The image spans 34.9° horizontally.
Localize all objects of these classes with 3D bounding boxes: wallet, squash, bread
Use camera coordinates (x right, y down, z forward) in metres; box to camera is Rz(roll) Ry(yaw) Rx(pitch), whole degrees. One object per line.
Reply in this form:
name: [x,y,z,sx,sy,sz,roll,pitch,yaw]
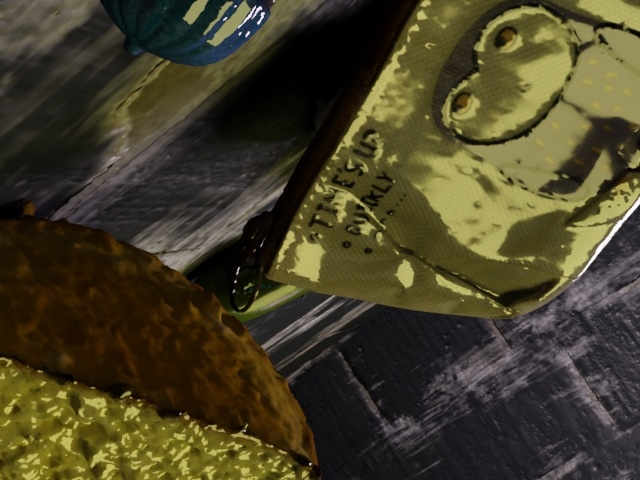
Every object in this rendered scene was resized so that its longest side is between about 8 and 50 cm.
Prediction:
wallet: [0.111,-0.060,0.692,0.275,0.068,0.335,16,121,-27]
squash: [0.000,0.001,1.157,0.331,0.087,0.087,-32,171,-18]
bread: [-0.167,0.094,0.681,0.340,0.179,0.194,27,123,-28]

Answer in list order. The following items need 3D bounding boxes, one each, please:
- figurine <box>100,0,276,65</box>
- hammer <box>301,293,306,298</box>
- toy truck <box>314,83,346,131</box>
figurine: [-0.028,-0.135,0.413,0.086,0.087,0.149,26,129,-34]
hammer: [0.039,0.040,1.630,0.111,0.033,0.288,-37,170,18]
toy truck: [0.166,-0.139,0.827,0.367,0.146,0.175,-36,163,-1]
